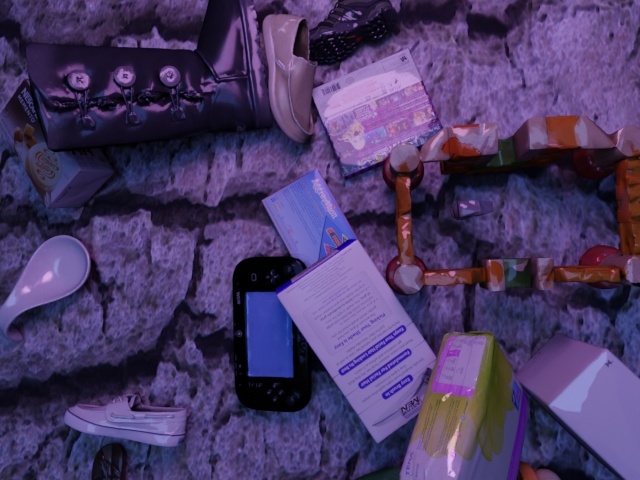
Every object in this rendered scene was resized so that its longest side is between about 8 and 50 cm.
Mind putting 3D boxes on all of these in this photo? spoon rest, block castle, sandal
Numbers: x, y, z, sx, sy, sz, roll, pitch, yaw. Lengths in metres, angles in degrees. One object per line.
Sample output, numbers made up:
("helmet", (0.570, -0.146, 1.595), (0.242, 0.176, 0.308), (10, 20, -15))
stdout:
("spoon rest", (-0.624, 0.110, 1.071), (0.137, 0.084, 0.276), (40, 92, 8))
("block castle", (0.344, -0.050, 0.903), (0.452, 0.213, 0.303), (-3, 89, 9))
("sandal", (-0.463, 0.553, 1.030), (0.089, 0.060, 0.220), (2, 71, 1))

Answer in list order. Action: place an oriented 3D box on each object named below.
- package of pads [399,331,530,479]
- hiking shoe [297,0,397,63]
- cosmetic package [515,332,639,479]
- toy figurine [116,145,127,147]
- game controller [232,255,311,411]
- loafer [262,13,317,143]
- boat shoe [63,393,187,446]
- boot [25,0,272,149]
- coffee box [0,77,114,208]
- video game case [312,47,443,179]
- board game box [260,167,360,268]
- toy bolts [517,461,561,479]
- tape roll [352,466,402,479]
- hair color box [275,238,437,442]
("package of pads", (0.256, 0.328, 0.811), (0.101, 0.229, 0.297), (-8, 40, 41))
("hiking shoe", (0.049, -0.470, 1.047), (0.226, 0.086, 0.114), (-17, 61, 10))
("cosmetic package", (0.495, 0.299, 0.842), (0.224, 0.224, 0.138), (44, 91, 9))
("toy figurine", (-0.501, -0.316, 1.095), (0.159, 0.130, 0.173), (22, 113, 22))
("game controller", (-0.102, 0.193, 0.998), (0.166, 0.067, 0.320), (-2, 89, 6))
("loafer", (-0.052, -0.337, 0.989), (0.092, 0.102, 0.269), (-8, 98, 28))
("boat shoe", (-0.410, 0.371, 1.026), (0.258, 0.095, 0.084), (10, 82, -3))
("boot", (-0.348, -0.377, 0.978), (0.444, 0.146, 0.367), (-10, 84, -13))
("coffee box", (-0.590, -0.211, 1.068), (0.141, 0.098, 0.247), (-36, 82, 22))
("video game case", (0.120, -0.270, 1.029), (0.232, 0.042, 0.210), (-22, 82, 5))
("board game box", (0.000, 0.000, 1.030), (0.145, 0.027, 0.281), (-29, 82, 6))
("toy bolts", (0.386, 0.545, 0.860), (0.158, 0.218, 0.229), (-8, 102, 0))
("tape roll", (0.045, 0.524, 0.831), (0.321, 0.321, 0.077), (-32, 82, 4))
("hair color box", (0.082, 0.185, 0.925), (0.185, 0.110, 0.339), (-34, 92, -4))
